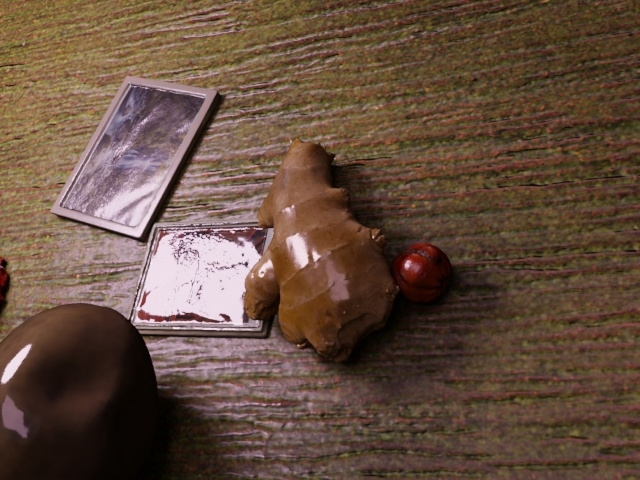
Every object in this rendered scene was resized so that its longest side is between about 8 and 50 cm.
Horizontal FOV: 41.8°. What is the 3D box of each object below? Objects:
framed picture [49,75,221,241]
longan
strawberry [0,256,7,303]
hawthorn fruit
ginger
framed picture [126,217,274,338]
[{"bbox_3d":[-0.350,-0.164,1.580,0.240,0.020,0.324,16,71,30],"label":"framed picture"},{"bbox_3d":[-0.377,0.258,1.210,0.288,0.288,0.350,0,58,24],"label":"longan"},{"bbox_3d":[-0.704,0.065,1.523,0.234,0.178,0.234,-8,57,13],"label":"strawberry"},{"bbox_3d":[0.143,0.043,1.206,0.093,0.093,0.093,-11,59,19],"label":"hawthorn fruit"},{"bbox_3d":[-0.013,0.018,1.293,0.236,0.166,0.375,-57,28,25],"label":"ginger"},{"bbox_3d":[-0.192,0.057,1.389,0.273,0.016,0.216,-2,62,23],"label":"framed picture"}]
